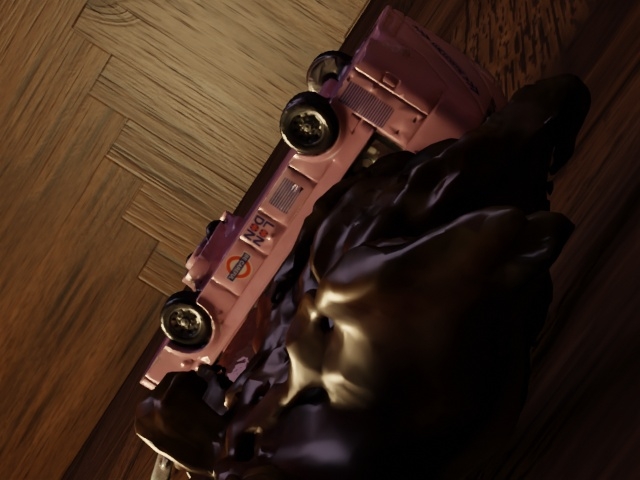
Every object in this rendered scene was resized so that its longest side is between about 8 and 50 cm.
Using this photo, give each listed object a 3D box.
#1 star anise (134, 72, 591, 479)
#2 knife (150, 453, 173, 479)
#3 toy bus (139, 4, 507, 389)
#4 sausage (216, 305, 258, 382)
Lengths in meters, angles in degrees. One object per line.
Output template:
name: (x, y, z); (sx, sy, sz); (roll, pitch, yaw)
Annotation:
star anise: (-0.015, 0.072, 0.464); (0.288, 0.088, 0.288); (-59, 5, 8)
knife: (-0.055, 0.044, 1.227); (0.278, 0.053, 0.123); (-58, 10, 4)
toy bus: (0.000, 0.000, 0.719); (0.203, 0.090, 0.063); (-54, 6, 30)
sausage: (-0.008, 0.052, 0.653); (0.054, 0.059, 0.094); (-23, 26, 46)
